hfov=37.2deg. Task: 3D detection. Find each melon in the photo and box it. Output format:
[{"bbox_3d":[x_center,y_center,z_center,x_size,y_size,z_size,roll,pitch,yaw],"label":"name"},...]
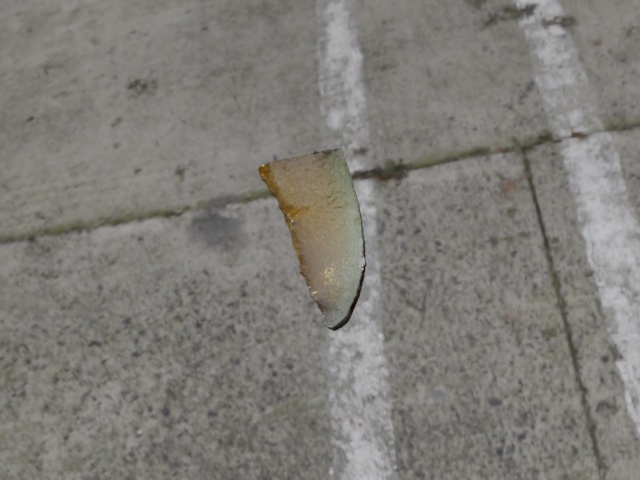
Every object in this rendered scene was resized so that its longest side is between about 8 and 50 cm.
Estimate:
[{"bbox_3d":[0.004,-0.004,0.983,0.054,0.182,0.098,-19,3,41],"label":"melon"}]
